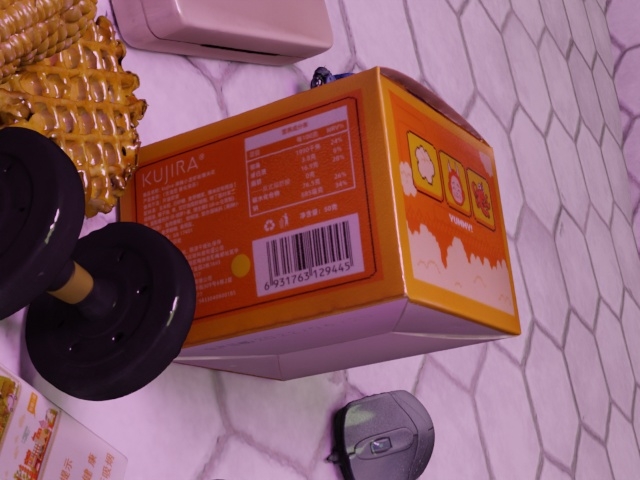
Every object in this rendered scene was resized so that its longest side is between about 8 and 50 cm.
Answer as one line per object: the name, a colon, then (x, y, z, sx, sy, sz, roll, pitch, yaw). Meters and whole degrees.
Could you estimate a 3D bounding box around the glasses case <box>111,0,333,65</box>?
glasses case: (-0.102, -0.274, 1.149, 0.336, 0.076, 0.144, -9, 84, -62)

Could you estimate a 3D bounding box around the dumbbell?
dumbbell: (-0.192, 0.021, 0.750, 0.325, 0.143, 0.143, 47, 38, -53)

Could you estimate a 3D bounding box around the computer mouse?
computer mouse: (0.085, 0.234, 1.249, 0.229, 0.068, 0.113, -1, 76, -62)

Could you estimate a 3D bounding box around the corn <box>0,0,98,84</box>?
corn: (-0.263, -0.124, 0.697, 0.291, 0.101, 0.101, -43, 117, -33)

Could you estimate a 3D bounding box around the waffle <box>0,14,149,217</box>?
waffle: (-0.218, -0.114, 0.872, 0.197, 0.070, 0.193, 44, 40, -48)

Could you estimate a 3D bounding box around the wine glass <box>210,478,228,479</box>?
wine glass: (-0.047, 0.294, 0.933, 0.204, 0.111, 0.111, 44, 41, -39)

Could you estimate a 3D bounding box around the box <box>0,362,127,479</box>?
box: (-0.227, 0.158, 0.753, 0.220, 0.032, 0.122, 48, 36, -39)

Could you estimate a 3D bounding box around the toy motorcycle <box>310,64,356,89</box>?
toy motorcycle: (0.041, -0.165, 1.368, 0.205, 0.076, 0.114, -7, 92, -64)

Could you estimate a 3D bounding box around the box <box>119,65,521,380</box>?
box: (0.000, 0.000, 0.979, 0.259, 0.283, 0.214, 19, 62, -58)
